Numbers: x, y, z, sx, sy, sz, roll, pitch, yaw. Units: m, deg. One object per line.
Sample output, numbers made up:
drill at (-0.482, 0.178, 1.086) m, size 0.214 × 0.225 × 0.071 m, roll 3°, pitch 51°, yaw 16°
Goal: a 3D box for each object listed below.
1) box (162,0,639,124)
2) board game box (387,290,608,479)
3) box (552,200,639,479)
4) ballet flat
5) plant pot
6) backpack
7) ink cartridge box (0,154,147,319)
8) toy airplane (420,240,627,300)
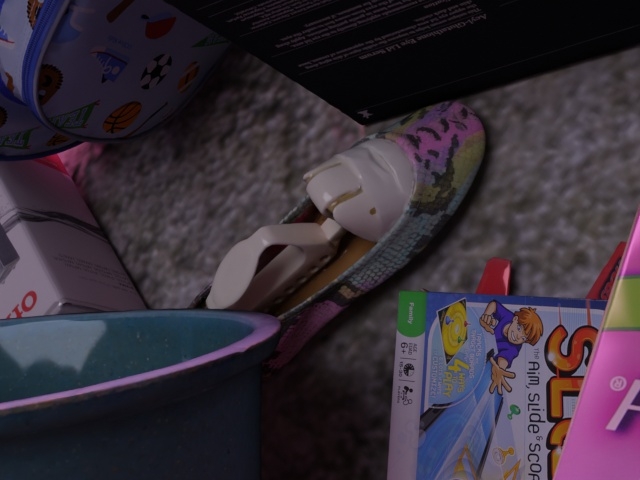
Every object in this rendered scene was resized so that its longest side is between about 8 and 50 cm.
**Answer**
box at (0.077, -0.163, 0.531) m, size 0.261 × 0.184 × 0.103 m, roll -13°, pitch 65°, yaw 33°
board game box at (0.093, 0.126, 0.494) m, size 0.136 × 0.035 × 0.201 m, roll -1°, pitch 84°, yaw 41°
box at (0.212, 0.061, 0.354) m, size 0.213 × 0.117 × 0.243 m, roll 5°, pitch 60°, yaw 38°
ballet flat at (0.000, 0.000, 0.603) m, size 0.221 × 0.079 × 0.077 m, roll -44°, pitch 53°, yaw 17°
plant pot at (-0.172, 0.218, 0.489) m, size 0.341 × 0.341 × 0.334 m, roll -3°, pitch 94°, yaw 36°
backpack at (-0.173, -0.177, 0.697) m, size 0.263 × 0.276 × 0.213 m, roll -48°, pitch 66°, yaw 18°
ink cartridge box at (-0.235, 0.037, 0.761) m, size 0.158 × 0.092 × 0.218 m, roll -48°, pitch 54°, yaw 14°
toy airplane at (0.111, 0.062, 0.531) m, size 0.151 × 0.028 × 0.151 m, roll -8°, pitch 78°, yaw 40°
